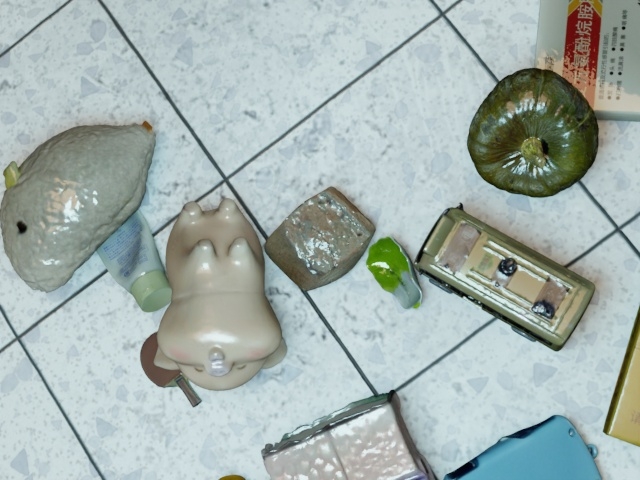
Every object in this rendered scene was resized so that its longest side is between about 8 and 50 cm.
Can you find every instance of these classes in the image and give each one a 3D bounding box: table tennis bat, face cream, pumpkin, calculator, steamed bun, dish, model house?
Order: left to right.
[{"bbox_3d":[-0.349,0.025,1.738,0.114,0.070,0.224,-37,64,2],"label":"face cream"},{"bbox_3d":[-0.267,0.235,1.706,0.095,0.014,0.158,-39,74,2],"label":"table tennis bat"},{"bbox_3d":[0.000,0.000,1.637,0.175,0.106,0.145,-43,76,0],"label":"steamed bun"},{"bbox_3d":[0.062,0.396,1.525,0.237,0.202,0.237,-24,84,1],"label":"model house"},{"bbox_3d":[0.141,0.056,1.627,0.137,0.039,0.091,56,135,15],"label":"dish"},{"bbox_3d":[0.326,0.394,1.485,0.293,0.051,0.173,-23,82,-20],"label":"calculator"},{"bbox_3d":[0.350,-0.163,1.543,0.219,0.162,0.219,6,125,9],"label":"pumpkin"}]

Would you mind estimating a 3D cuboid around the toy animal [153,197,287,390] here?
[{"bbox_3d":[-0.179,0.096,1.599,0.237,0.269,0.326,-4,39,-5],"label":"toy animal"}]

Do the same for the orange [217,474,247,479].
[{"bbox_3d":[-0.159,0.445,1.625,0.086,0.062,0.086,-4,98,-26],"label":"orange"}]

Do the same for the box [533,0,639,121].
[{"bbox_3d":[0.486,-0.385,1.617,0.214,0.069,0.353,5,81,13],"label":"box"}]

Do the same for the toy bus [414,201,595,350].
[{"bbox_3d":[0.297,0.059,1.539,0.289,0.157,0.139,32,89,14],"label":"toy bus"}]

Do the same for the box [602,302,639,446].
[{"bbox_3d":[0.631,0.151,1.478,0.264,0.116,0.415,18,86,15],"label":"box"}]

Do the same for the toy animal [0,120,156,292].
[{"bbox_3d":[-0.448,-0.094,1.700,0.226,0.188,0.358,38,76,26],"label":"toy animal"}]
